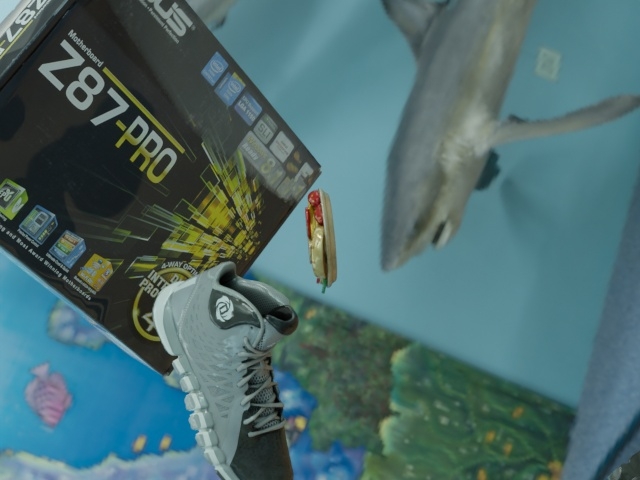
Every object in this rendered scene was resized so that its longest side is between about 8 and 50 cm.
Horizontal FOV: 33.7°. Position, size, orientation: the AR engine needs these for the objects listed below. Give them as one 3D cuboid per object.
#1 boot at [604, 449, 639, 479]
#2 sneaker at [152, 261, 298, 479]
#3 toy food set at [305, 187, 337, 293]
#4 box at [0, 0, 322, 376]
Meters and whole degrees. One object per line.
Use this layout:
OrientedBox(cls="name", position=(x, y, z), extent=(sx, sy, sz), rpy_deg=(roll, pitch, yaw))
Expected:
OrientedBox(cls="boot", position=(0.434, 0.244, 0.864), extent=(0.347, 0.131, 0.260), rpy_deg=(-25, 64, 17))
OrientedBox(cls="sneaker", position=(-0.060, 0.124, 0.964), extent=(0.132, 0.229, 0.086), rpy_deg=(-31, -5, 34))
OrientedBox(cls="toy food set", position=(0.000, 0.000, 0.848), extent=(0.083, 0.020, 0.083), rpy_deg=(90, 174, -65))
OrientedBox(cls="box", position=(-0.208, -0.081, 1.142), extent=(0.097, 0.395, 0.318), rpy_deg=(21, 69, 45))
